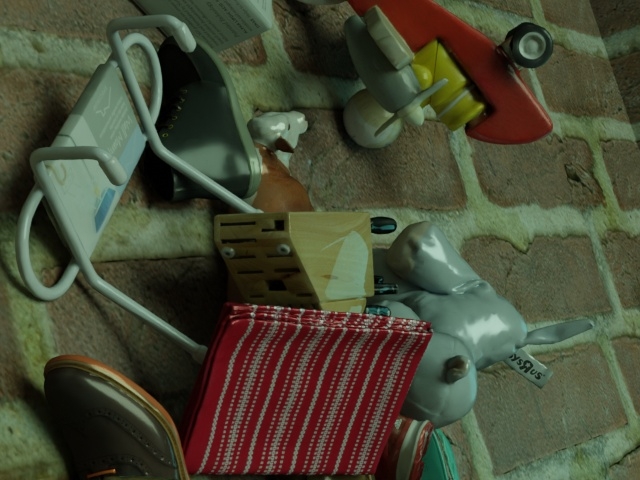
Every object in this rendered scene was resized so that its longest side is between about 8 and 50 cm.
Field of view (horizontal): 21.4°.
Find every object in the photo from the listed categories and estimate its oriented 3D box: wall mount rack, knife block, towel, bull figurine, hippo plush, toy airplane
[{"bbox_3d":[-0.167,-0.045,1.713,0.350,0.131,0.304,-68,149,-41],"label":"wall mount rack"},{"bbox_3d":[0.000,0.000,1.833,0.242,0.088,0.275,-71,148,-41],"label":"knife block"},{"bbox_3d":[-0.019,0.162,1.750,0.275,0.198,0.031,6,24,-37],"label":"towel"},{"bbox_3d":[-0.048,0.002,1.970,0.188,0.101,0.310,46,42,-47],"label":"bull figurine"},{"bbox_3d":[0.126,0.151,2.057,0.294,0.234,0.236,34,39,2],"label":"hippo plush"},{"bbox_3d":[0.102,-0.262,2.344,0.386,0.272,0.384,22,14,-47],"label":"toy airplane"}]

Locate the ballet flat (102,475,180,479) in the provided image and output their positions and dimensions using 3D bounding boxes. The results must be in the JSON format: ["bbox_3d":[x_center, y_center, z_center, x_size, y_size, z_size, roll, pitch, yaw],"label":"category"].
[{"bbox_3d":[-0.202,0.342,1.366,0.116,0.124,0.342,108,5,-72],"label":"ballet flat"}]

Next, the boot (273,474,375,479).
[{"bbox_3d":[-0.008,0.262,1.871,0.305,0.112,0.115,63,37,-17],"label":"boot"}]

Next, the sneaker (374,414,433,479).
[{"bbox_3d":[0.052,0.263,1.978,0.087,0.128,0.221,-57,166,-46],"label":"sneaker"}]

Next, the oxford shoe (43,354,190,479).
[{"bbox_3d":[-0.178,0.224,1.568,0.271,0.097,0.098,58,34,-23],"label":"oxford shoe"}]

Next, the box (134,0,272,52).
[{"bbox_3d":[-0.150,-0.346,2.015,0.182,0.119,0.181,46,34,-41],"label":"box"}]

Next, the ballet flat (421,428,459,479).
[{"bbox_3d":[0.152,0.343,2.085,0.087,0.083,0.247,33,44,-71],"label":"ballet flat"}]

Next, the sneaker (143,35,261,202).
[{"bbox_3d":[-0.158,-0.142,1.896,0.118,0.083,0.222,-7,59,-37],"label":"sneaker"}]
